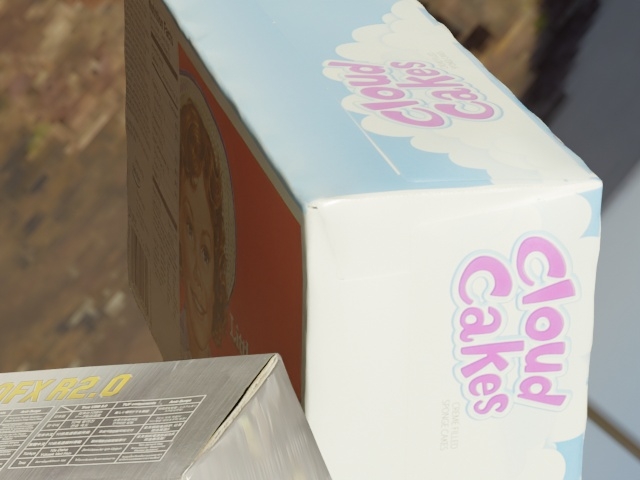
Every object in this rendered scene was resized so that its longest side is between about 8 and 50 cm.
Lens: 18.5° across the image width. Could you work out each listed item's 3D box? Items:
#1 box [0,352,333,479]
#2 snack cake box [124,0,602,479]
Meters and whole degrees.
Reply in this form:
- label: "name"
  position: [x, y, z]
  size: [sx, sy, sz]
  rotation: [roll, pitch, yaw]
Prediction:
- label: "box"
  position: [-0.087, 0.128, 0.562]
  size: [0.231, 0.183, 0.056]
  rotation: [-7, -153, 31]
- label: "snack cake box"
  position: [0.000, 0.000, 0.661]
  size: [0.264, 0.089, 0.152]
  rotation: [-123, -148, -60]
